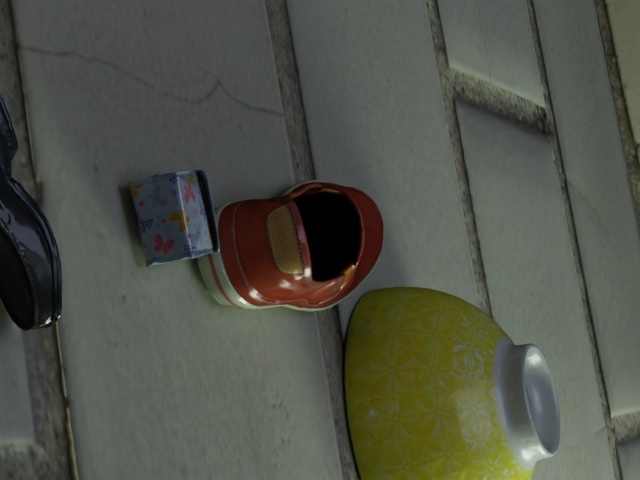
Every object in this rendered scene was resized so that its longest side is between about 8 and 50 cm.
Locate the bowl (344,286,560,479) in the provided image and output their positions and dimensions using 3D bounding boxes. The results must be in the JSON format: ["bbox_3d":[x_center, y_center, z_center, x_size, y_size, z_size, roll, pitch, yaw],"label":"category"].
[{"bbox_3d":[0.152,0.174,1.670,0.289,0.156,0.289,46,37,-51],"label":"bowl"}]

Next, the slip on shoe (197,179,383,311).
[{"bbox_3d":[0.000,0.000,1.477,0.331,0.101,0.123,-7,83,-69],"label":"slip on shoe"}]

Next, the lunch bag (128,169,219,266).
[{"bbox_3d":[-0.110,-0.019,1.291,0.083,0.053,0.071,-8,87,-77],"label":"lunch bag"}]

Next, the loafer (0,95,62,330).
[{"bbox_3d":[-0.216,-0.016,1.045,0.061,0.062,0.170,-31,104,-44],"label":"loafer"}]
